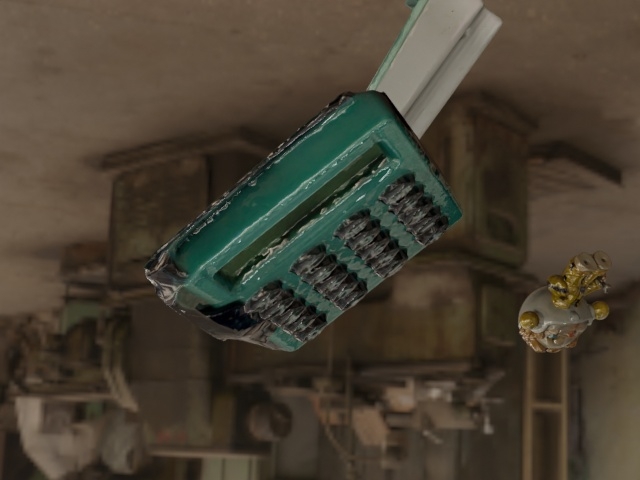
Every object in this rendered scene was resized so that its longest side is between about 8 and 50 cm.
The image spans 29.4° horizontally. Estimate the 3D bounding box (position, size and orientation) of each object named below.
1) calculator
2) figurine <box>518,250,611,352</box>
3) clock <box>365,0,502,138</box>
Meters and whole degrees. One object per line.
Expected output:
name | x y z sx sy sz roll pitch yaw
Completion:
calculator | 0.000 0.000 1.082 0.248 0.058 0.274 -38 152 5
figurine | 0.252 0.064 1.274 0.101 0.068 0.143 -20 147 -4
clock | 0.111 -0.198 1.484 0.116 0.231 0.262 31 -176 0
